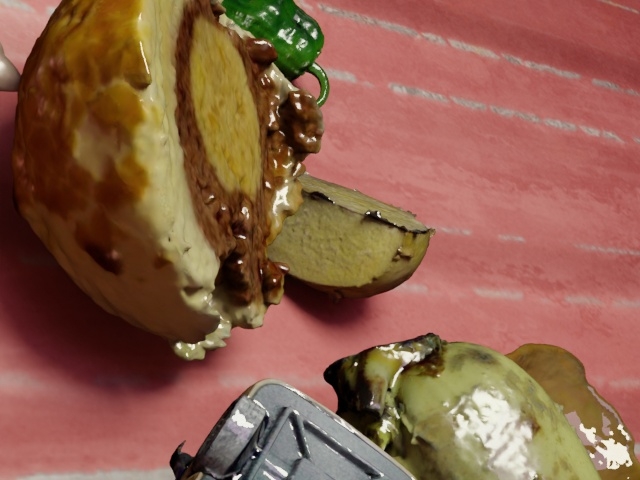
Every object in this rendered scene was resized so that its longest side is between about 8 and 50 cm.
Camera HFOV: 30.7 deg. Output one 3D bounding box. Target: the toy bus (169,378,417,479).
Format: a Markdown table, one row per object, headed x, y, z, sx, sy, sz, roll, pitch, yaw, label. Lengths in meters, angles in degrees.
| x | y | z | sx | sy | sz | roll | pitch | yaw | label |
| --- | --- | --- | --- | --- | --- | --- | --- | --- | --- |
| -0.059 | 0.217 | 0.595 | 0.139 | 0.157 | 0.289 | 36 | 41 | -4 | toy bus |

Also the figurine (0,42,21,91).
| x | y | z | sx | sy | sz | roll | pitch | yaw | label |
| --- | --- | --- | --- | --- | --- | --- | --- | --- | --- |
| -0.269 | -0.137 | 0.760 | 0.138 | 0.125 | 0.125 | -4 | 58 | -26 | figurine |

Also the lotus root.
| x | y | z | sx | sy | sz | roll | pitch | yaw | label |
| --- | --- | --- | --- | --- | --- | --- | --- | --- | --- |
| 0.104 | 0.206 | 0.741 | 0.173 | 0.173 | 0.309 | -7 | 67 | -45 | lotus root |

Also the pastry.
| x | y | z | sx | sy | sz | roll | pitch | yaw | label |
| --- | --- | --- | --- | --- | --- | --- | --- | --- | --- |
| -0.120 | -0.065 | 0.768 | 0.236 | 0.170 | 0.256 | 57 | 33 | -45 | pastry |

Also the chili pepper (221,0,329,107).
| x | y | z | sx | sy | sz | roll | pitch | yaw | label |
| --- | --- | --- | --- | --- | --- | --- | --- | --- | --- |
| -0.091 | -0.213 | 1.023 | 0.257 | 0.074 | 0.100 | 30 | 44 | -12 | chili pepper |

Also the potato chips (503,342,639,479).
| x | y | z | sx | sy | sz | roll | pitch | yaw | label |
| --- | --- | --- | --- | --- | --- | --- | --- | --- | --- |
| 0.182 | 0.177 | 0.922 | 0.195 | 0.062 | 0.208 | 21 | 43 | -35 | potato chips |

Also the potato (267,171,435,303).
| x | y | z | sx | sy | sz | roll | pitch | yaw | label |
| --- | --- | --- | --- | --- | --- | --- | --- | --- | --- |
| 0.000 | 0.000 | 0.921 | 0.172 | 0.089 | 0.101 | 21 | 11 | 20 | potato |
